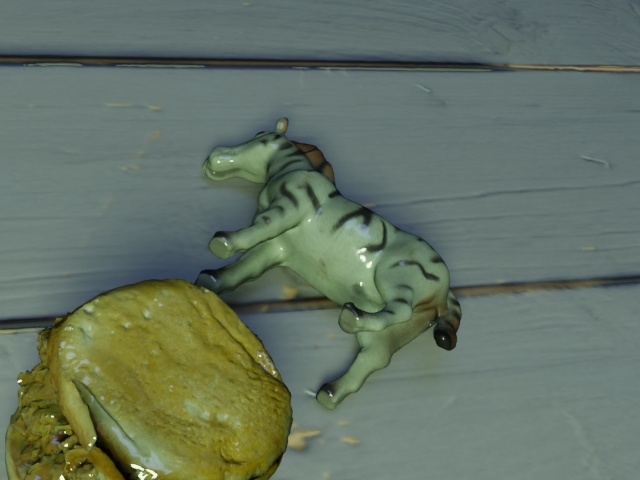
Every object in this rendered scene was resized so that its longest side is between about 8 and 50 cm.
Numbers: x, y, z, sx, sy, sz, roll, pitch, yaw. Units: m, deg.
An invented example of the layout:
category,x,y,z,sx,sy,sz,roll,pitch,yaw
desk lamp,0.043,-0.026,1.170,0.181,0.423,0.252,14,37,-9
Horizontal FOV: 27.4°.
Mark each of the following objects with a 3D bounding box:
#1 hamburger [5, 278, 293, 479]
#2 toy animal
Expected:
category,x,y,z,sx,sy,sz,roll,pitch,yaw
hamburger,-0.091,0.117,0.736,0.159,0.131,0.185,-14,57,-46
toy animal,-0.015,0.002,0.926,0.170,0.090,0.255,-15,54,-40
